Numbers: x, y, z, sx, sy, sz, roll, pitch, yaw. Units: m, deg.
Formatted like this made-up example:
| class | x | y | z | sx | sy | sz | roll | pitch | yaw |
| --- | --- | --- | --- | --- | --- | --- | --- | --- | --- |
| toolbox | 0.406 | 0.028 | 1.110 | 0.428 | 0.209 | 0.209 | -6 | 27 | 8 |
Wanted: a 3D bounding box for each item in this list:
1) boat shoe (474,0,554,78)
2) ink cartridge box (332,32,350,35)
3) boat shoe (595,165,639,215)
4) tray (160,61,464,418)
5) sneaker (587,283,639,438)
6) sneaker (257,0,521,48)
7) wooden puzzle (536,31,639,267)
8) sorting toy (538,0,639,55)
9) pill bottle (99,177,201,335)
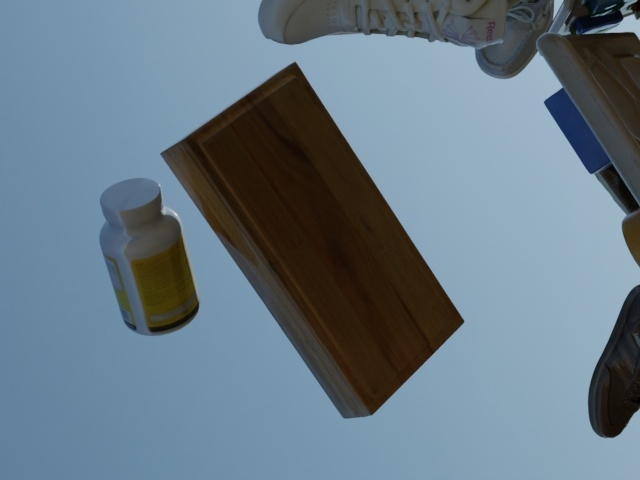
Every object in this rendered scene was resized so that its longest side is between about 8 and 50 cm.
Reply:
| class | x | y | z | sx | sy | sz | roll | pitch | yaw |
| --- | --- | --- | --- | --- | --- | --- | --- | --- | --- |
| boat shoe | 0.310 | -0.407 | 1.720 | 0.103 | 0.118 | 0.320 | 4 | -70 | -63 |
| ink cartridge box | 0.017 | -0.394 | 1.592 | 0.115 | 0.067 | 0.198 | -6 | -106 | -14 |
| boat shoe | 0.367 | -0.105 | 1.441 | 0.068 | 0.072 | 0.190 | -25 | -93 | -3 |
| tray | 0.000 | 0.000 | 1.430 | 0.203 | 0.076 | 0.411 | -40 | -79 | -33 |
| sneaker | 0.365 | 0.144 | 1.291 | 0.066 | 0.071 | 0.188 | 13 | -86 | -36 |
| sneaker | 0.091 | -0.239 | 1.051 | 0.305 | 0.152 | 0.114 | -21 | -20 | 0 |
| wooden puzzle | 0.359 | -0.077 | 1.216 | 0.322 | 0.080 | 0.348 | 60 | -151 | 9 |
| sorting toy | 0.352 | -0.273 | 1.254 | 0.208 | 0.038 | 0.193 | -24 | -8 | -2 |
| pill bottle | -0.213 | 0.020 | 1.384 | 0.103 | 0.103 | 0.184 | -39 | -46 | -36 |
